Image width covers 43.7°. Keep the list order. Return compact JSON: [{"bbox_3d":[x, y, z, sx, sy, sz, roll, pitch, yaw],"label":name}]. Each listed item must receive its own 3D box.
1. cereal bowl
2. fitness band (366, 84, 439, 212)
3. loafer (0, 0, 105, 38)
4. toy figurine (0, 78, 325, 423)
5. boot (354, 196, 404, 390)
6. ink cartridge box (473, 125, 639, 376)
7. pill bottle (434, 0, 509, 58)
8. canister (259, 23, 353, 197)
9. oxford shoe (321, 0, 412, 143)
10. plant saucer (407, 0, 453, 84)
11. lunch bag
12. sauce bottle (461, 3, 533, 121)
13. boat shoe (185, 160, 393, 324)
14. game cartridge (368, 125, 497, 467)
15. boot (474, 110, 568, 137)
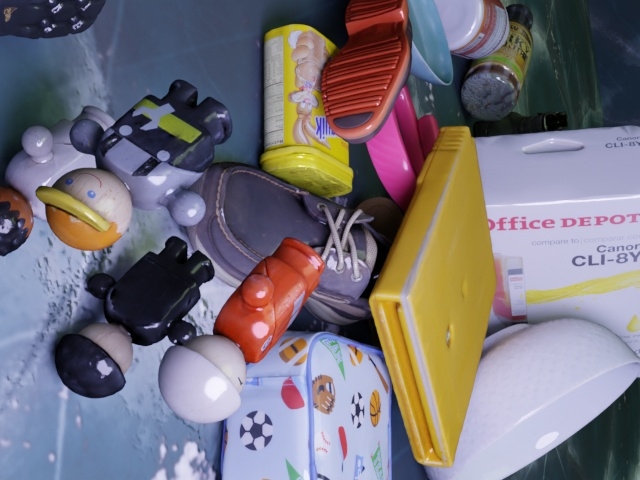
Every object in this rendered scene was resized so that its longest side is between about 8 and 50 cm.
[{"bbox_3d":[0.280,0.223,1.151,0.339,0.339,0.141,25,28,-56],"label":"cereal bowl"},{"bbox_3d":[0.109,-0.153,1.087,0.209,0.054,0.290,41,33,-49],"label":"fitness band"},{"bbox_3d":[-0.246,-0.176,0.534,0.078,0.076,0.223,49,36,13],"label":"loafer"},{"bbox_3d":[-0.130,0.012,0.553,0.148,0.213,0.209,-50,125,-32],"label":"toy figurine"},{"bbox_3d":[0.127,0.056,1.099,0.203,0.095,0.261,-26,101,-62],"label":"boot"},{"bbox_3d":[0.360,0.035,1.225,0.160,0.279,0.384,-77,158,-47],"label":"ink cartridge box"},{"bbox_3d":[0.253,-0.379,1.381,0.216,0.121,0.121,-12,95,-61],"label":"pill bottle"},{"bbox_3d":[-0.016,-0.146,0.915,0.126,0.073,0.169,20,65,-58],"label":"canister"},{"bbox_3d":[0.069,-0.188,0.913,0.271,0.097,0.098,-73,150,-42],"label":"oxford shoe"},{"bbox_3d":[0.107,-0.363,1.142,0.317,0.044,0.317,47,32,-41],"label":"plant saucer"},{"bbox_3d":[-0.002,0.249,0.816,0.243,0.115,0.303,31,58,-60],"label":"lunch bag"},{"bbox_3d":[0.360,-0.367,1.579,0.111,0.112,0.344,63,34,-31],"label":"sauce bottle"},{"bbox_3d":[0.000,0.000,0.851,0.355,0.130,0.132,28,60,-55],"label":"boat shoe"},{"bbox_3d":[0.150,0.058,0.964,0.323,0.053,0.285,-64,147,-45],"label":"game cartridge"},{"bbox_3d":[0.419,-0.223,1.594,0.246,0.161,0.083,-25,106,-59],"label":"boot"}]
